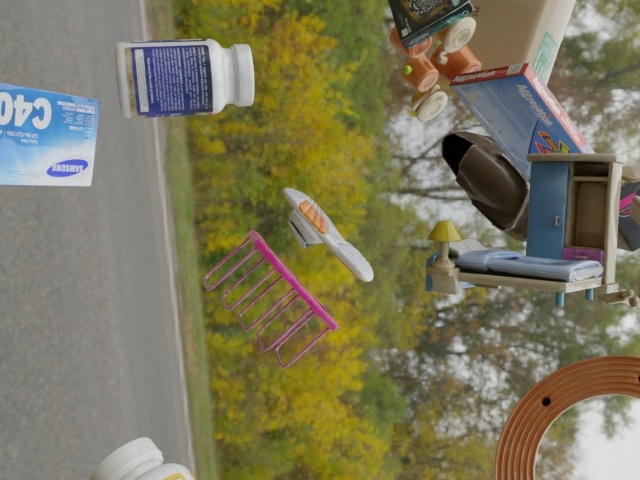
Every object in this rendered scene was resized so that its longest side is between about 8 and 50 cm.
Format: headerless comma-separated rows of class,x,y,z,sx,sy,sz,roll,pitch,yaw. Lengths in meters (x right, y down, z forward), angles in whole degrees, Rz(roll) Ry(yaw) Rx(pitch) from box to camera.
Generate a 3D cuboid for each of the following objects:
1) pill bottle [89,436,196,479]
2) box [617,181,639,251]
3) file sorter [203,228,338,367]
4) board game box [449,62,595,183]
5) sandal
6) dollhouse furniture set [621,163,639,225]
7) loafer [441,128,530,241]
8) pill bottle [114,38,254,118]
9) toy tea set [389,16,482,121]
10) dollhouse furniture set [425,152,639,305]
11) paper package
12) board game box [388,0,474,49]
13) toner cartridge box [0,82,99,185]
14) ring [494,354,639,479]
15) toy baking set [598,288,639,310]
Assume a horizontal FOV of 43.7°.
pill bottle,-0.177,0.337,0.928,0.208,0.118,0.117,47,-21,22
box,0.762,-0.075,1.908,0.143,0.165,0.270,60,12,5
file sorter,-0.131,0.148,1.994,0.290,0.182,0.202,49,-2,-13
board game box,0.342,-0.176,1.291,0.145,0.281,0.027,4,-120,50
sandal,-0.004,0.001,1.640,0.265,0.076,0.102,49,18,14
dollhouse furniture set,0.656,0.067,1.498,0.303,0.174,0.355,-116,-163,-52
loafer,0.327,-0.114,1.581,0.133,0.130,0.366,-66,-157,20
pill bottle,-0.273,-0.328,1.609,0.153,0.265,0.153,175,-90,-79
toy tea set,0.233,-0.411,1.718,0.124,0.200,0.336,52,-1,27
dollhouse furniture set,0.326,-0.022,1.050,0.303,0.287,0.198,-2,95,-51
paper package,0.432,-0.512,1.975,0.168,0.310,0.324,17,94,-52
board game box,0.177,-0.412,1.341,0.026,0.126,0.186,44,28,-43
toner cartridge box,-0.516,-0.177,1.331,0.348,0.075,0.165,-9,109,-66
ring,0.402,0.319,1.084,0.032,0.337,0.336,41,35,-49
toy baking set,0.761,0.154,1.876,0.256,0.197,0.030,134,-29,-79
